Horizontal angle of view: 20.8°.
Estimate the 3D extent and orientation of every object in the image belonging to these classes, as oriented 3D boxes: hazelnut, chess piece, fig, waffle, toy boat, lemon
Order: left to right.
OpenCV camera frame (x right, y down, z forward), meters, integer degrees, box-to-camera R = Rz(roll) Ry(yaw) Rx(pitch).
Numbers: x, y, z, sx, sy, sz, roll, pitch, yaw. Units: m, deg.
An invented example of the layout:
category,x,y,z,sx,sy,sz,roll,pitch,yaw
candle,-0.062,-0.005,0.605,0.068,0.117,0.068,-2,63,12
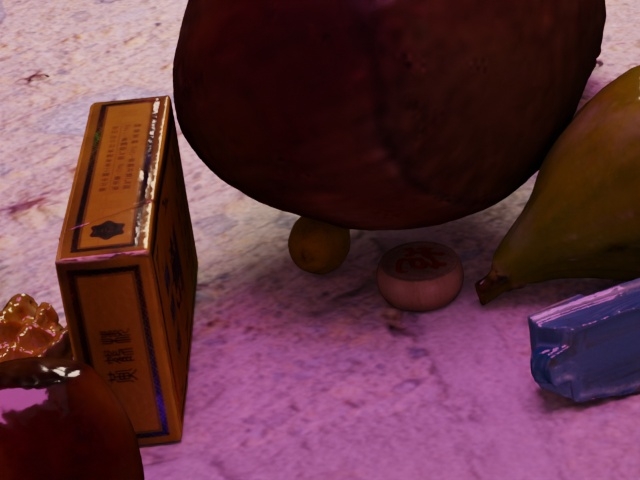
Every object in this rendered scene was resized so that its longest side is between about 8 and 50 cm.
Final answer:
category,x,y,z,sx,sy,sz,roll,pitch,yaw
waffle,-0.315,0.113,1.571,0.160,0.055,0.211,6,32,20
hazelnut,-0.220,0.192,1.315,0.208,0.208,0.208,-4,30,3
lemon,0.000,0.000,1.706,0.062,0.062,0.083,7,28,21
hazelnut,0.055,-0.184,1.658,0.421,0.352,0.421,-30,14,8
chess piece,0.095,0.034,1.654,0.084,0.038,0.083,-3,28,2
toy boat,0.265,0.068,1.514,0.215,0.088,0.102,-15,27,-13
fig,0.304,-0.041,1.577,0.314,0.233,0.233,-28,36,-19

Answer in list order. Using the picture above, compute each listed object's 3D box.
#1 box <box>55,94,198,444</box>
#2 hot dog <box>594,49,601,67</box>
category,x,y,z,sx,sy,sz,roll,pitch,yaw
box,-0.168,0.021,1.568,0.084,0.192,0.301,-6,29,3
hot dog,0.122,-0.237,1.985,0.388,0.174,0.267,-7,39,-1
